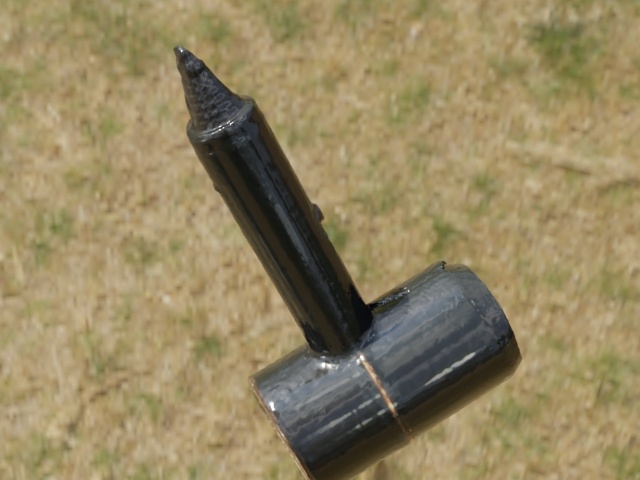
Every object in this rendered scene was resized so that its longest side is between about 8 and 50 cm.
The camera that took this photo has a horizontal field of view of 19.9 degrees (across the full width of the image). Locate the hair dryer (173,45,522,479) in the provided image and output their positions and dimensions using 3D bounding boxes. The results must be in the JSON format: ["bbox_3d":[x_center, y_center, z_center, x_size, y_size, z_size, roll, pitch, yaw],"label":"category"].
[{"bbox_3d":[0.000,0.000,1.285,0.189,0.352,0.107,-31,28,-6],"label":"hair dryer"}]
